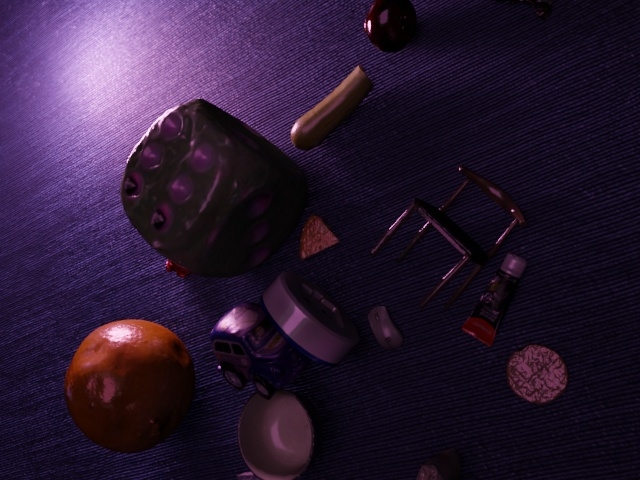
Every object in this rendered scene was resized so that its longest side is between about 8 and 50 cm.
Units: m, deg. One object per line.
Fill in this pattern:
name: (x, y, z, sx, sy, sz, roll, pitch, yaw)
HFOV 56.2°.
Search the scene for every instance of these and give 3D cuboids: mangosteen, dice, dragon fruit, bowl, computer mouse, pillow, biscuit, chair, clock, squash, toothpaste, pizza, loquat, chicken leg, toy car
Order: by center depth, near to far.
pillow: (0.221, 0.485, 1.167, 0.077, 0.181, 0.134, 16, 91, 27)
biscuit: (0.426, 0.263, 1.180, 0.120, 0.015, 0.120, -4, 81, 28)
chair: (0.265, -0.011, 1.222, 0.272, 0.166, 0.188, -50, 63, 14)
toothpaste: (0.361, 0.121, 1.224, 0.071, 0.045, 0.193, 33, 105, 29)
chicken leg: (0.403, -0.568, 1.296, 0.106, 0.051, 0.253, -32, 72, 16)
clock: (-0.021, 0.169, 1.319, 0.083, 0.230, 0.230, -49, 64, 9)
computer mouse: (0.140, 0.194, 1.338, 0.056, 0.032, 0.110, -36, 67, 19)
toy car: (-0.136, 0.236, 1.364, 0.235, 0.172, 0.158, 6, 129, 41)
bowl: (-0.080, 0.441, 1.379, 0.211, 0.112, 0.211, -5, 80, 27)
mangosteen: (0.154, -0.503, 1.389, 0.140, 0.140, 0.140, -4, 81, 28)
dice: (-0.250, -0.118, 1.430, 0.318, 0.330, 0.322, 43, 102, 25)
squash: (0.027, -0.311, 1.444, 0.250, 0.083, 0.083, -40, 66, 18)
pizza: (0.000, 0.000, 1.448, 0.108, 0.026, 0.123, 13, 87, 27)
loquat: (-0.471, 0.358, 1.491, 0.328, 0.328, 0.328, -4, 81, 28)
dragon fruit: (-0.373, 0.037, 1.625, 0.112, 0.068, 0.126, 39, 103, 27)

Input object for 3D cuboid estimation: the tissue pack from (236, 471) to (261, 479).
tissue pack: (-0.140, 0.631, 1.421, 0.112, 0.051, 0.156, -15, 76, 29)
